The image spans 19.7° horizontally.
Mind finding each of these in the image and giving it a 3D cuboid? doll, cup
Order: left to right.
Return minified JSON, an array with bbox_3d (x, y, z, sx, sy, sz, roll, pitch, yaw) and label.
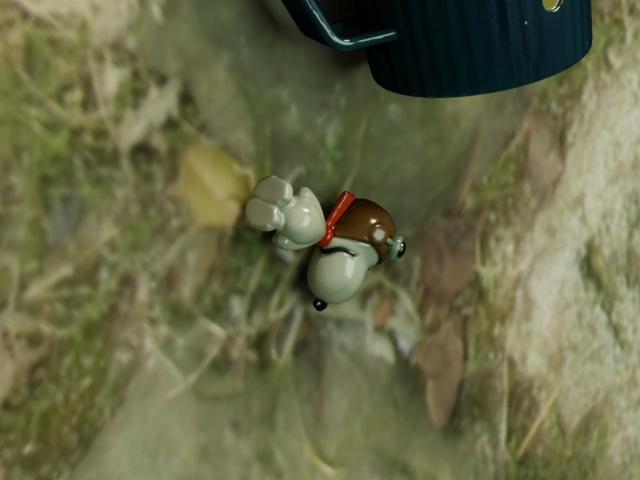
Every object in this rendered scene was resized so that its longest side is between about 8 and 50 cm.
[{"bbox_3d":[0.002,-0.006,0.878,0.058,0.040,0.085,-50,128,-17],"label":"doll"},{"bbox_3d":[0.046,-0.149,0.855,0.176,0.131,0.155,-21,114,-18],"label":"cup"}]
